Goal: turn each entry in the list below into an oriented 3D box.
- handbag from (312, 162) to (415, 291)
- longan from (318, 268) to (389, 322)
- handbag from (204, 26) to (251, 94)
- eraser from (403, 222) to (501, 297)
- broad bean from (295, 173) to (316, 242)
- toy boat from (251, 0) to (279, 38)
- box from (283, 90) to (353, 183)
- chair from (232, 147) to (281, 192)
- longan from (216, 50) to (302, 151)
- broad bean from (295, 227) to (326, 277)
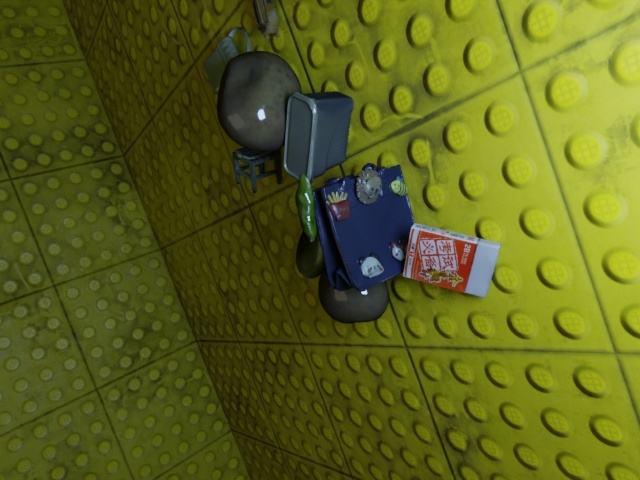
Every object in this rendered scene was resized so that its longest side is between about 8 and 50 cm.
[{"bbox_3d":[0.136,-0.045,1.337,0.122,0.303,0.329,-1,107,52],"label":"handbag"},{"bbox_3d":[0.110,0.172,1.561,0.246,0.215,0.246,41,168,11],"label":"longan"},{"bbox_3d":[-0.325,-0.655,1.730,0.219,0.079,0.256,-45,48,25],"label":"handbag"},{"bbox_3d":[0.346,0.054,1.270,0.230,0.038,0.157,15,121,20],"label":"eraser"},{"bbox_3d":[-0.037,-0.074,1.250,0.061,0.046,0.195,-132,31,-59],"label":"broad bean"},{"bbox_3d":[-0.191,-0.781,1.559,0.088,0.068,0.226,4,112,57],"label":"toy boat"},{"bbox_3d":[-0.003,-0.323,1.470,0.138,0.178,0.274,37,135,35],"label":"box"},{"bbox_3d":[-0.243,-0.337,1.799,0.136,0.147,0.270,31,132,40],"label":"chair"},{"bbox_3d":[-0.196,-0.445,1.530,0.288,0.288,0.350,-37,39,53],"label":"longan"},{"bbox_3d":[0.001,0.000,1.640,0.238,0.119,0.291,-95,29,-49],"label":"broad bean"}]
